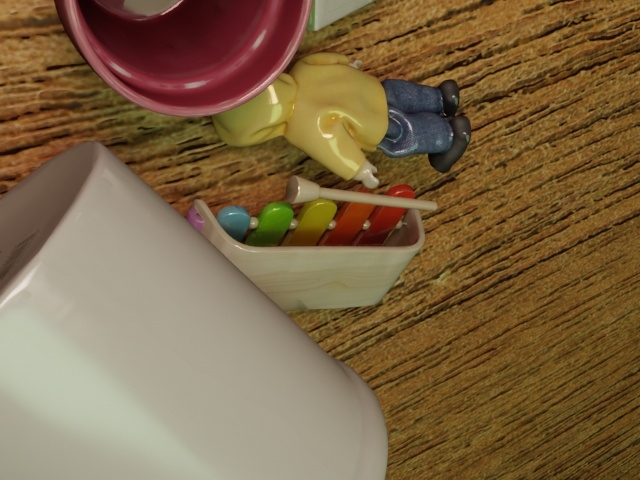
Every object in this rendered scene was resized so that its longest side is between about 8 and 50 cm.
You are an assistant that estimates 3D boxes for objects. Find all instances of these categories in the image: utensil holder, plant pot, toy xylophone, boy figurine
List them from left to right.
[{"bbox_3d":[-0.177,0.148,0.680,0.327,0.327,0.385,-44,118,-2],"label":"utensil holder"},{"bbox_3d":[-0.132,-0.227,0.606,0.201,0.180,0.201,-16,125,-24],"label":"plant pot"},{"bbox_3d":[0.000,0.000,0.851,0.322,0.081,0.236,6,137,-36],"label":"toy xylophone"},{"bbox_3d":[0.020,-0.130,0.782,0.285,0.177,0.092,0,148,-19],"label":"boy figurine"}]

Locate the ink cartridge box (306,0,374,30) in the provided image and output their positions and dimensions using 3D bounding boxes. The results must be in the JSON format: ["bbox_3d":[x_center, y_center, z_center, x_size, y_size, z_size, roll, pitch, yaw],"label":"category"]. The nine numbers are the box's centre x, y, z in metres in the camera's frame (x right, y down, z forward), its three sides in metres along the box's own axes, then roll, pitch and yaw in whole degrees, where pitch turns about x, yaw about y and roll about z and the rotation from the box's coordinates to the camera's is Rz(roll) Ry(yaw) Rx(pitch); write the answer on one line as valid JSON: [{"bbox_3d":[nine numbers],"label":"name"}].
[{"bbox_3d":[0.016,-0.287,0.715,0.209,0.062,0.109,-45,143,-50],"label":"ink cartridge box"}]
